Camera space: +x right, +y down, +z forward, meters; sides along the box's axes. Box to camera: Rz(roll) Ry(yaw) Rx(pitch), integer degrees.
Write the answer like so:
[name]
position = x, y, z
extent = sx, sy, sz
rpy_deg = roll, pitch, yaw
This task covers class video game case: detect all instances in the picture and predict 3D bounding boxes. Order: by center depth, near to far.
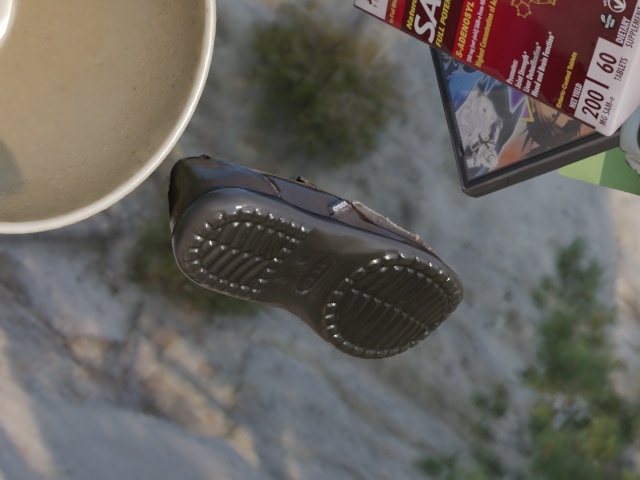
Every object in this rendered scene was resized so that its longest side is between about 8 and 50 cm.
[video game case]
position = 0.237, -0.201, 1.533
extent = 0.035, 0.275, 0.248
rpy_deg = 17, 57, -57

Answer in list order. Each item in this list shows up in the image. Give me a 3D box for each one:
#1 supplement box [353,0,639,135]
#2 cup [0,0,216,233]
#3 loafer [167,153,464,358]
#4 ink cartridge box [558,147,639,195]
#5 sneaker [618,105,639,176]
[supplement box]
position = 0.149, -0.196, 1.217
extent = 0.239, 0.130, 0.073
rpy_deg = 30, 47, 20
[cup]
position = -0.288, -0.194, 1.313
extent = 0.331, 0.331, 0.237
rpy_deg = 30, -4, -38
[loafer]
position = 0.000, 0.000, 0.882
extent = 0.220, 0.080, 0.078
rpy_deg = 28, 26, -46
[ink cartridge box]
position = 0.371, -0.095, 1.631
extent = 0.235, 0.171, 0.056
rpy_deg = 14, 37, 10
[sneaker]
position = 0.346, -0.162, 1.317
extent = 0.107, 0.118, 0.279
rpy_deg = 29, 61, -11
